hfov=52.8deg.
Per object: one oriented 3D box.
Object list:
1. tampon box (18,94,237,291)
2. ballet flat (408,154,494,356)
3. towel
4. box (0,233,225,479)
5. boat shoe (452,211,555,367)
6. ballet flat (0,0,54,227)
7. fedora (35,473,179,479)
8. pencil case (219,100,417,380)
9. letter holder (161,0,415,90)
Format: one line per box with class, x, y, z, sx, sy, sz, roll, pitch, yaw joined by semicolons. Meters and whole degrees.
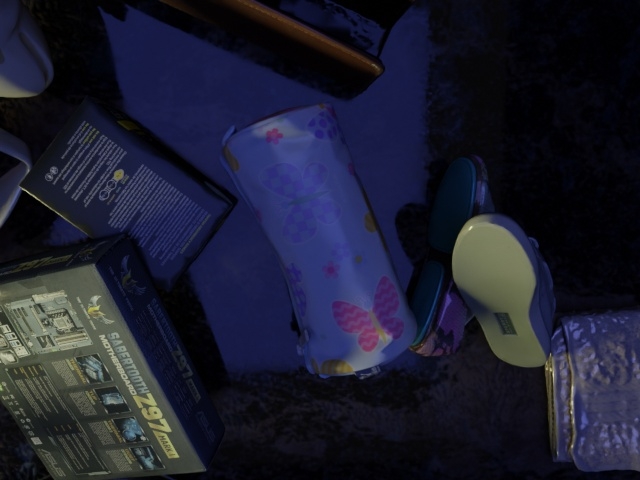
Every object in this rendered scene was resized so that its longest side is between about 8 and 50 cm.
tampon box;-0.174;-0.045;0.624;0.161;0.120;0.101;37;92;-8
ballet flat;0.150;0.021;0.695;0.079;0.077;0.222;10;99;-25
towel;0.395;0.160;0.738;0.282;0.049;0.187;-7;96;-5
box;-0.217;0.121;0.606;0.183;0.059;0.233;-12;115;21
boat shoe;0.192;0.039;0.655;0.079;0.081;0.227;1;139;30
ballet flat;-0.326;-0.109;0.533;0.182;0.164;0.483;16;124;-26
fedora;-0.237;0.402;0.643;0.334;0.152;0.334;-1;96;-6
pencil case;0.000;0.000;0.651;0.124;0.113;0.273;-19;97;13
letter holder;-0.051;-0.275;0.569;0.301;0.214;0.152;22;92;-8
